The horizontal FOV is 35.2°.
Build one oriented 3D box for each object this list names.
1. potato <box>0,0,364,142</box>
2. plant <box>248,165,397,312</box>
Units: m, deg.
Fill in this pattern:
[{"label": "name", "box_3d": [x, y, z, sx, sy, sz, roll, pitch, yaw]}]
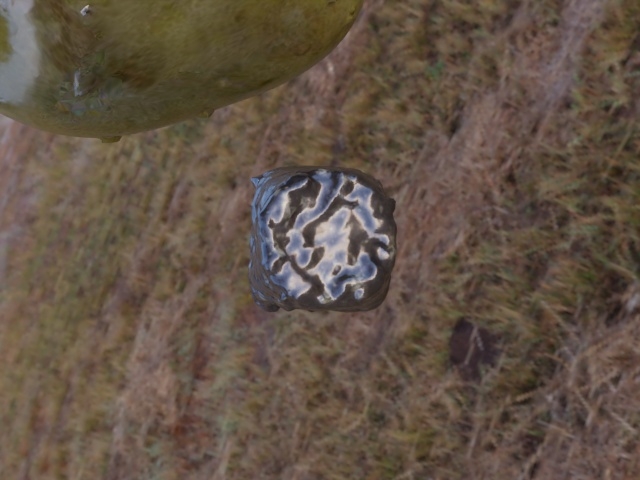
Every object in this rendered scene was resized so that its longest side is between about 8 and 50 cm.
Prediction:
[{"label": "potato", "box_3d": [-0.140, -0.206, 0.820, 0.270, 0.359, 0.219, 111, 152, -44]}, {"label": "plant", "box_3d": [0.000, 0.000, 0.873, 0.194, 0.129, 0.132, -152, 66, -89]}]
